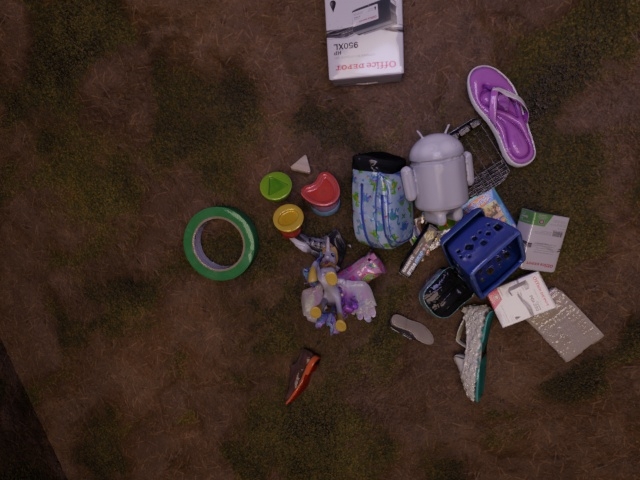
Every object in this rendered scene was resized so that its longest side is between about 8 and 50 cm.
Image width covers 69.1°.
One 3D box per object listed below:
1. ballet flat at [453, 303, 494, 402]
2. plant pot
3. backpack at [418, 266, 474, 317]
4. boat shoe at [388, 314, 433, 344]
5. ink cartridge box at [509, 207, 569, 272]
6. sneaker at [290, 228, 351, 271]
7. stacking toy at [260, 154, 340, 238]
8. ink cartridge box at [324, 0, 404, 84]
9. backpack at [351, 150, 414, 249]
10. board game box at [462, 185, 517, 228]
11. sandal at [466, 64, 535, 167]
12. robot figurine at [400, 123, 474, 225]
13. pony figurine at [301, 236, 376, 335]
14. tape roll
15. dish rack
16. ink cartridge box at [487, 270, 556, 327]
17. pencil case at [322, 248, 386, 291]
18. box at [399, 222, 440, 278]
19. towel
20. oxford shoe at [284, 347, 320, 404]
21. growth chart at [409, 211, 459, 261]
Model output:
[{"bbox_3d":[0.625,0.453,1.922,0.146,0.147,0.410,6,97,8],"label":"ballet flat"},{"bbox_3d":[0.584,0.036,1.706,0.236,0.236,0.212,-41,50,0],"label":"plant pot"},{"bbox_3d":[0.490,0.217,1.870,0.188,0.144,0.166,-44,93,-13],"label":"backpack"},{"bbox_3d":[0.383,0.383,1.977,0.206,0.075,0.065,29,146,-2],"label":"boat shoe"},{"bbox_3d":[0.837,0.000,1.789,0.160,0.092,0.220,8,102,-15],"label":"ink cartridge box"},{"bbox_3d":[0.000,0.000,1.946,0.268,0.101,0.153,35,95,4],"label":"sneaker"},{"bbox_3d":[-0.086,-0.171,1.913,0.308,0.130,0.280,-32,67,-10],"label":"stacking toy"},{"bbox_3d":[0.168,-0.800,1.744,0.285,0.166,0.396,-2,100,10],"label":"ink cartridge box"},{"bbox_3d":[0.238,-0.142,1.790,0.273,0.290,0.356,23,110,26],"label":"backpack"},{"bbox_3d":[0.663,-0.090,1.847,0.160,0.047,0.210,-31,94,12],"label":"board game box"},{"bbox_3d":[0.697,-0.477,1.730,0.169,0.102,0.417,-29,90,-4],"label":"sandal"},{"bbox_3d":[0.434,-0.238,1.711,0.299,0.199,0.354,-16,106,-19],"label":"robot figurine"},{"bbox_3d":[0.046,0.197,1.758,0.302,0.363,0.352,-9,107,8],"label":"pony figurine"},{"bbox_3d":[-0.431,0.010,2.022,0.320,0.077,0.322,1,99,8],"label":"tape roll"},{"bbox_3d":[0.591,-0.315,1.806,0.208,0.074,0.272,-32,92,14],"label":"dish rack"},{"bbox_3d":[0.788,0.230,1.835,0.217,0.092,0.159,-26,80,15],"label":"ink cartridge box"},{"bbox_3d":[0.135,0.156,1.933,0.284,0.124,0.124,-36,93,15],"label":"pencil case"},{"bbox_3d":[0.387,0.034,1.823,0.051,0.175,0.220,31,102,7],"label":"box"},{"bbox_3d":[0.969,0.337,1.872,0.187,0.049,0.282,-43,90,15],"label":"towel"},{"bbox_3d":[-0.100,0.606,2.075,0.098,0.097,0.272,33,99,23],"label":"oxford shoe"},{"bbox_3d":[0.462,-0.048,1.901,0.237,0.021,0.172,-36,91,12],"label":"growth chart"}]
